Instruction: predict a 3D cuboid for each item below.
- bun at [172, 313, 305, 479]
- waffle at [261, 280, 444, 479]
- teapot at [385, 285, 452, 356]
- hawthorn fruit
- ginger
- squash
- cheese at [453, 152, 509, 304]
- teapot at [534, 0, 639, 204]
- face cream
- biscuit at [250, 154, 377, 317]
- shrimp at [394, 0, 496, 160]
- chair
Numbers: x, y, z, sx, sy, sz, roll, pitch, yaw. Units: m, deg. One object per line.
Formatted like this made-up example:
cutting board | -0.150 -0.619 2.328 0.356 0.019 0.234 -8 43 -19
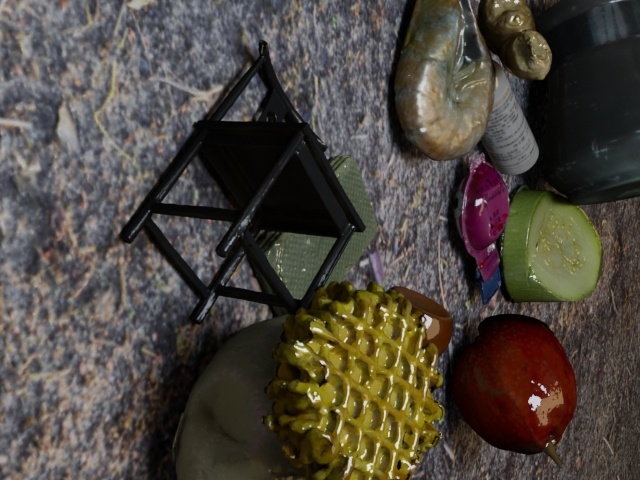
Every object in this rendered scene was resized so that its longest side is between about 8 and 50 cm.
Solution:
bun | -0.025 0.214 0.823 0.273 0.168 0.273 -8 99 -63
waffle | 0.034 0.136 0.721 0.193 0.070 0.197 -39 109 -44
teapot | 0.110 0.126 1.074 0.173 0.116 0.116 -56 144 -77
hawthorn fruit | 0.313 0.241 1.273 0.189 0.189 0.251 27 33 -54
ginger | 0.285 -0.314 1.231 0.148 0.081 0.334 52 16 -5
squash | 0.404 0.009 1.473 0.220 0.133 0.220 -3 94 -50
cheese | 0.258 -0.018 1.302 0.155 0.062 0.244 -40 126 -46
teapot | 0.524 -0.258 1.473 0.376 0.305 0.362 64 17 -81
face cream | 0.268 -0.207 1.277 0.269 0.081 0.082 49 54 -47
biscuit | 0.000 0.000 0.943 0.199 0.040 0.121 -52 132 -39
shrimp | 0.185 -0.261 1.127 0.168 0.077 0.317 21 77 -33
chair | -0.045 -0.053 0.789 0.260 0.141 0.155 -60 139 -28
